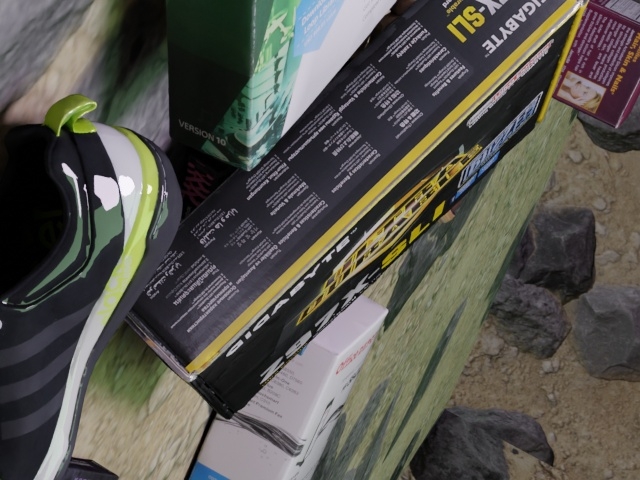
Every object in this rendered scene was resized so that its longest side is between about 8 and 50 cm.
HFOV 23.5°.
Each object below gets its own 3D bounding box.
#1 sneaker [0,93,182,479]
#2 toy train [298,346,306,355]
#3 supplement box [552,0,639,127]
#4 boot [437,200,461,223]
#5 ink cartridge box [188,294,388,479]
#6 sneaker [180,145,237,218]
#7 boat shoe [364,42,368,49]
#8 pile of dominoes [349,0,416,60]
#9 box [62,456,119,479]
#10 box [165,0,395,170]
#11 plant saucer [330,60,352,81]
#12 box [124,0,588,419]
[{"bbox_3d":[-0.153,0.040,0.705,0.097,0.084,0.235,17,100,-54],"label":"sneaker"},{"bbox_3d":[0.000,0.000,1.234,0.184,0.080,0.105,-61,178,-20],"label":"toy train"},{"bbox_3d":[0.234,-0.202,1.500,0.081,0.188,0.104,-42,157,-61],"label":"supplement box"},{"bbox_3d":[0.136,-0.132,1.326,0.207,0.090,0.248,-43,152,-5],"label":"boot"},{"bbox_3d":[-0.031,0.146,1.394,0.203,0.086,0.148,-66,168,22],"label":"ink cartridge box"},{"bbox_3d":[-0.067,-0.037,0.943,0.057,0.047,0.119,-49,165,-9],"label":"sneaker"},{"bbox_3d":[0.043,-0.122,1.110,0.125,0.046,0.038,-149,-107,-68],"label":"boat shoe"},{"bbox_3d":[0.053,-0.234,0.977,0.251,0.040,0.196,-64,159,11],"label":"pile of dominoes"},{"bbox_3d":[-0.184,0.190,0.969,0.116,0.029,0.162,-61,170,-6],"label":"box"},{"bbox_3d":[0.008,-0.220,0.725,0.232,0.058,0.322,-53,158,-37],"label":"box"},{"bbox_3d":[-0.004,-0.127,1.034,0.168,0.029,0.168,-58,167,-22],"label":"plant saucer"},{"bbox_3d":[0.020,-0.029,0.990,0.322,0.079,0.257,-44,172,-7],"label":"box"}]
